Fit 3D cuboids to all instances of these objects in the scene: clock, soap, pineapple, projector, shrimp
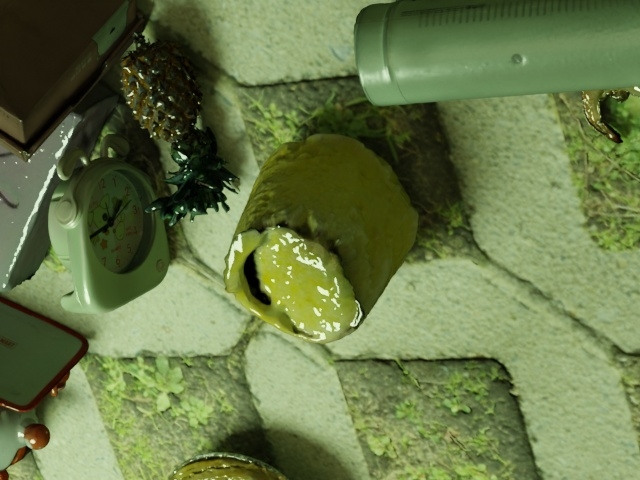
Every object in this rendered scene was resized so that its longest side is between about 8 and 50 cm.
[{"bbox_3d":[-0.247,-0.021,1.596,0.062,0.151,0.191,0,107,33],"label":"clock"},{"bbox_3d":[-0.420,-0.128,1.650,0.296,0.107,0.285,33,122,8],"label":"soap"},{"bbox_3d":[-0.167,-0.125,1.550,0.083,0.103,0.221,6,119,58],"label":"pineapple"},{"bbox_3d":[0.204,-0.195,1.358,0.337,0.108,0.108,-2,110,23],"label":"projector"},{"bbox_3d":[0.313,-0.131,1.387,0.114,0.023,0.083,18,120,21],"label":"shrimp"}]

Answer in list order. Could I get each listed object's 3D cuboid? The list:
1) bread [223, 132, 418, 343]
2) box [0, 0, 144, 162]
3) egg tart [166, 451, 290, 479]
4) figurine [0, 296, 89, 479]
[{"bbox_3d":[-0.002,0.000,1.490,0.197,0.170,0.197,10,126,14],"label":"bread"},{"bbox_3d":[-0.333,-0.230,1.504,0.215,0.215,0.086,35,158,6],"label":"box"},{"bbox_3d":[-0.089,0.353,1.715,0.234,0.094,0.234,10,117,20],"label":"egg tart"},{"bbox_3d":[-0.414,0.217,1.776,0.183,0.160,0.226,23,127,13],"label":"figurine"}]
